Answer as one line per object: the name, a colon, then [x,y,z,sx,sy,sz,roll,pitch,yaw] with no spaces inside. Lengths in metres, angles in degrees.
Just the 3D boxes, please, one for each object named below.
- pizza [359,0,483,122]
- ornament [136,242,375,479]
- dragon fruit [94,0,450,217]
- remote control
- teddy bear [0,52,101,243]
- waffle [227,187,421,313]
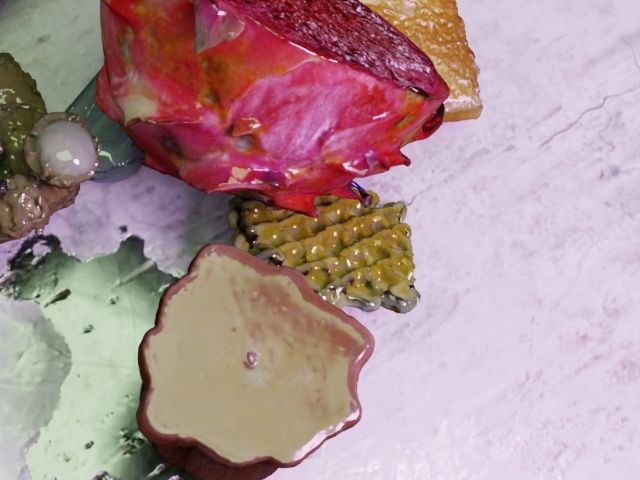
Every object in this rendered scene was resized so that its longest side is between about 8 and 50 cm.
pizza: [0.073,-0.257,1.746,0.289,0.081,0.229,26,75,-4]
ornament: [-0.086,0.135,1.515,0.235,0.217,0.221,-24,79,-17]
dragon fruit: [-0.075,-0.161,1.523,0.371,0.386,0.249,35,109,13]
remote control: [-0.189,-0.169,1.682,0.104,0.052,0.247,35,72,2]
teddy bear: [-0.364,-0.054,1.554,0.256,0.156,0.267,-27,40,-19]
waffle: [-0.002,0.002,1.621,0.204,0.054,0.223,15,34,-13]
